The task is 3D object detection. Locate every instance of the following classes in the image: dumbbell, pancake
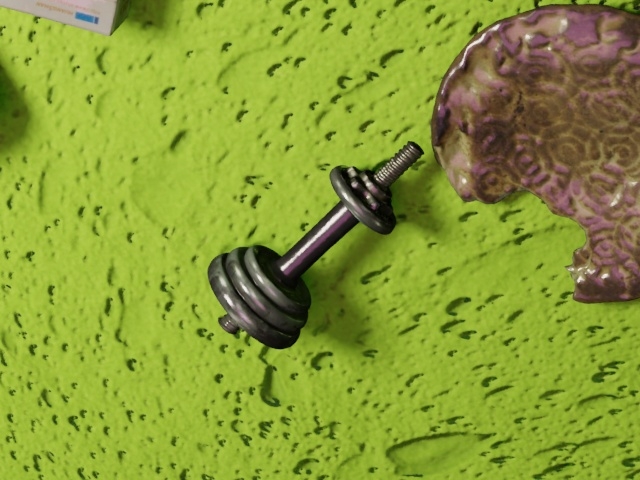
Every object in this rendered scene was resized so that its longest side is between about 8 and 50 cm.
[{"bbox_3d":[0.000,0.000,1.626,0.254,0.110,0.110,-42,101,17],"label":"dumbbell"},{"bbox_3d":[0.241,-0.074,1.583,0.288,0.033,0.286,3,116,9],"label":"pancake"}]

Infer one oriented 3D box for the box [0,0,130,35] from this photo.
[{"bbox_3d":[-0.224,-0.309,1.542,0.149,0.067,0.233,17,115,5],"label":"box"}]
